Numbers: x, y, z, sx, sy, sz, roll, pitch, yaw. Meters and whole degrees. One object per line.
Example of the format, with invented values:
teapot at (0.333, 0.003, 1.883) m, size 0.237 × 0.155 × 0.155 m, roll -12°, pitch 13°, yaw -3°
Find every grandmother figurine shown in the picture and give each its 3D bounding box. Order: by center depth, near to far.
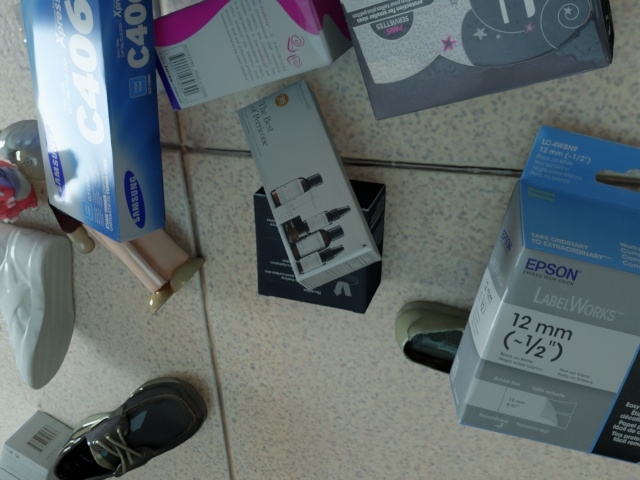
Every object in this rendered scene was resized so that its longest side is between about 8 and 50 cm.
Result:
grandmother figurine at (-0.330, -0.051, 1.101) m, size 0.342 × 0.104 × 0.208 m, roll 43°, pitch 115°, yaw -8°

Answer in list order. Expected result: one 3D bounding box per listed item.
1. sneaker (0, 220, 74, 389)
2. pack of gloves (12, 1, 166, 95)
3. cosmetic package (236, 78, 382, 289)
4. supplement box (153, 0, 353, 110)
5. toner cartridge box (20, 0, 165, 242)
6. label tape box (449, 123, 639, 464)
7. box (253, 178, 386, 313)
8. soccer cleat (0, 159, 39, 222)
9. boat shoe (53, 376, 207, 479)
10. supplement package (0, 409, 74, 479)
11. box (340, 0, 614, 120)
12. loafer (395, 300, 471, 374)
sneaker at (-0.518, 0.102, 1.260) m, size 0.169 × 0.108 × 0.292 m, roll 17°, pitch 112°, yaw 14°
pack of gloves at (-0.292, -0.270, 1.010) m, size 0.232 × 0.046 × 0.195 m, roll -17°, pitch 97°, yaw 27°
cosmetic package at (-0.016, -0.070, 0.898) m, size 0.099 × 0.060 × 0.239 m, roll -24°, pitch 71°, yaw 6°
supplement box at (-0.083, -0.247, 0.886) m, size 0.220 × 0.114 × 0.111 m, roll -10°, pitch 112°, yaw 27°
toner cartridge box at (-0.276, -0.185, 0.897) m, size 0.165 × 0.075 × 0.347 m, roll 25°, pitch 126°, yaw 35°
label tape box at (0.320, 0.071, 0.848) m, size 0.249 × 0.115 × 0.347 m, roll 14°, pitch 113°, yaw -1°
box at (0.000, 0.000, 0.998) m, size 0.156 × 0.093 × 0.158 m, roll 9°, pitch 119°, yaw 17°
soccer cleat at (-0.480, -0.079, 1.074) m, size 0.083 × 0.248 × 0.095 m, roll -30°, pitch 92°, yaw -5°
boat shoe at (-0.339, 0.357, 1.303) m, size 0.355 × 0.130 × 0.132 m, roll -33°, pitch 101°, yaw 32°
supplement package at (-0.558, 0.444, 1.453) m, size 0.105 × 0.105 × 0.179 m, roll 29°, pitch 124°, yaw 5°
box at (0.164, -0.244, 0.772) m, size 0.247 × 0.142 × 0.163 m, roll -9°, pitch 113°, yaw 25°
loafer at (0.224, 0.153, 0.993) m, size 0.269 × 0.092 × 0.101 m, roll 7°, pitch 119°, yaw 18°
